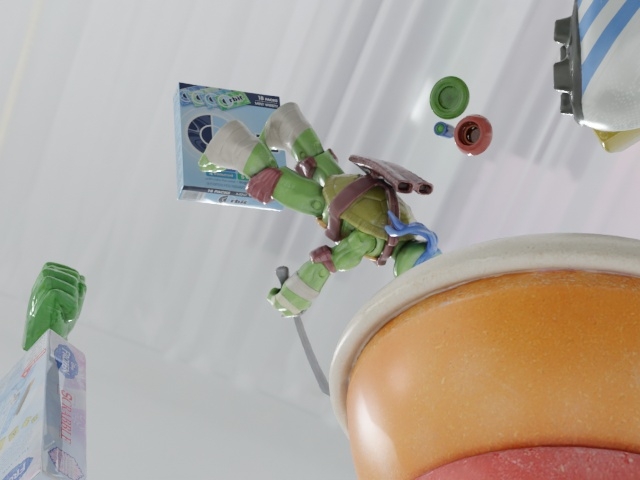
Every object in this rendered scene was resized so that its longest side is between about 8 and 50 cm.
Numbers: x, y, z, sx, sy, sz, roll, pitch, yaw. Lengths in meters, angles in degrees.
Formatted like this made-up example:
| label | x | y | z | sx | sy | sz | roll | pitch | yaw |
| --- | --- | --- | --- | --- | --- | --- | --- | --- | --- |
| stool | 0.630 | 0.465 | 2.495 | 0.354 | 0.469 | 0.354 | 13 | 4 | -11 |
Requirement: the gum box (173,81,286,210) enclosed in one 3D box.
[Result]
| label | x | y | z | sx | sy | sz | roll | pitch | yaw |
| --- | --- | --- | --- | --- | --- | --- | --- | --- | --- |
| gum box | -0.130 | -0.136 | 1.851 | 0.157 | 0.041 | 0.184 | 5 | -123 | -19 |

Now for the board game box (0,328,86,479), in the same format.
| label | x | y | z | sx | sy | sz | roll | pitch | yaw |
| --- | --- | --- | --- | --- | --- | --- | --- | --- | --- |
| board game box | -0.395 | 0.299 | 1.486 | 0.066 | 0.318 | 0.318 | 39 | -167 | -23 |

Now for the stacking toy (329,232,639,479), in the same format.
| label | x | y | z | sx | sy | sz | roll | pitch | yaw |
| --- | --- | --- | --- | --- | --- | --- | --- | --- | --- |
| stacking toy | 0.152 | 0.264 | 0.809 | 0.351 | 0.350 | 0.479 | 19 | -132 | -10 |

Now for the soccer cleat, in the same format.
| label | x | y | z | sx | sy | sz | roll | pitch | yaw |
| --- | --- | --- | --- | --- | --- | --- | --- | --- | --- |
| soccer cleat | 0.285 | -0.254 | 1.158 | 0.143 | 0.331 | 0.116 | -1 | 165 | 15 |

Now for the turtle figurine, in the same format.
| label | x | y | z | sx | sy | sz | roll | pitch | yaw |
| --- | --- | --- | --- | --- | --- | --- | --- | --- | --- |
| turtle figurine | 0.000 | 0.000 | 1.344 | 0.266 | 0.198 | 0.274 | 45 | 164 | 20 |

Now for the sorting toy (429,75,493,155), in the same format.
| label | x | y | z | sx | sy | sz | roll | pitch | yaw |
| --- | --- | --- | --- | --- | --- | --- | --- | --- | --- |
| sorting toy | 0.166 | -0.140 | 1.496 | 0.042 | 0.061 | 0.102 | 7 | -127 | -58 |

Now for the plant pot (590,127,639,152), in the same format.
| label | x | y | z | sx | sy | sz | roll | pitch | yaw |
| --- | --- | --- | --- | --- | --- | --- | --- | --- | --- |
| plant pot | 0.310 | -0.137 | 1.325 | 0.081 | 0.081 | 0.083 | 59 | -149 | 3 |

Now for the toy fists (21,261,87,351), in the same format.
| label | x | y | z | sx | sy | sz | roll | pitch | yaw |
| --- | --- | --- | --- | --- | --- | --- | --- | --- | --- |
| toy fists | -0.472 | 0.116 | 2.289 | 0.096 | 0.142 | 0.279 | 9 | -177 | -8 |
